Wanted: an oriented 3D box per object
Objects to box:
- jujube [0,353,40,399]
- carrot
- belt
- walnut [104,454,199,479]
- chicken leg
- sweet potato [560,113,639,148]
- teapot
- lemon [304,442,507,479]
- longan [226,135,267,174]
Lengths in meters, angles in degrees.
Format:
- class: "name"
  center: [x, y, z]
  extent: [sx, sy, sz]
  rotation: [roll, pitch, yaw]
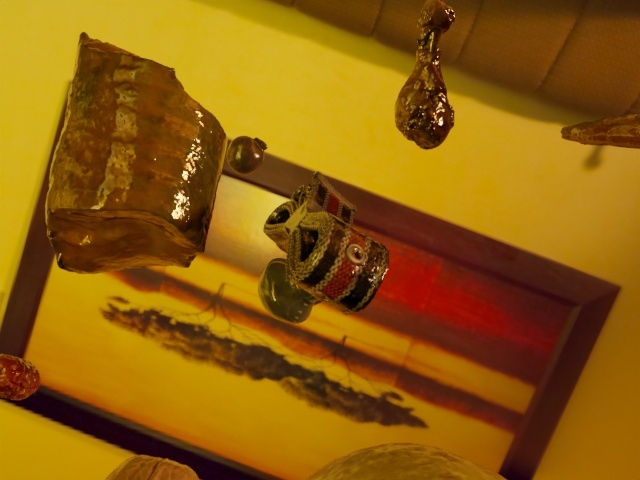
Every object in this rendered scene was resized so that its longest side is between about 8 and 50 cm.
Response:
- class: "jujube"
  center: [-0.774, 0.338, 1.593]
  extent: [0.112, 0.109, 0.176]
  rotation: [-18, 158, -13]
- class: "carrot"
  center: [-0.263, -0.121, 0.934]
  extent: [0.241, 0.341, 0.241]
  rotation: [6, 164, 2]
- class: "belt"
  center: [0.000, 0.000, 0.833]
  extent: [0.094, 0.126, 0.359]
  rotation: [42, -174, -14]
- class: "walnut"
  center: [-0.261, 0.416, 0.932]
  extent: [0.165, 0.165, 0.197]
  rotation: [21, -137, 7]
- class: "chicken leg"
  center: [0.187, -0.285, 1.107]
  extent: [0.107, 0.252, 0.087]
  rotation: [-6, -164, -40]
- class: "sweet potato"
  center: [0.471, -0.170, 0.989]
  extent: [0.057, 0.057, 0.264]
  rotation: [13, -177, -28]
- class: "teapot"
  center: [-0.035, 0.089, 1.191]
  extent: [0.165, 0.119, 0.130]
  rotation: [25, -135, -54]
- class: "lemon"
  center: [0.099, 0.376, 0.620]
  extent: [0.349, 0.350, 0.387]
  rotation: [12, 154, -35]
- class: "longan"
  center: [-0.205, -0.242, 1.777]
  extent: [0.106, 0.119, 0.106]
  rotation: [55, -179, -2]
